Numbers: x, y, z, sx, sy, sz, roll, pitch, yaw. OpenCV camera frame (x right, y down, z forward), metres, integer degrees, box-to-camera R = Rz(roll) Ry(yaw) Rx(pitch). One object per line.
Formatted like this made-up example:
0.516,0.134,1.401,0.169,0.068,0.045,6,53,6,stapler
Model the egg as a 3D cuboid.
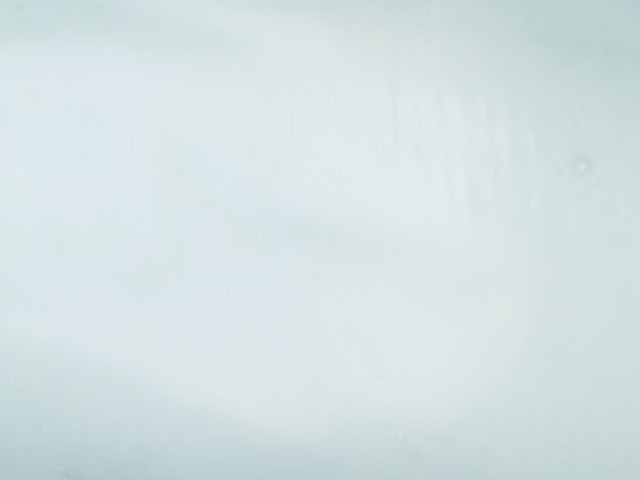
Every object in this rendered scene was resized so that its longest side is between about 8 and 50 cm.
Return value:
0.000,0.000,0.590,0.230,0.371,0.230,-171,90,-77,egg
